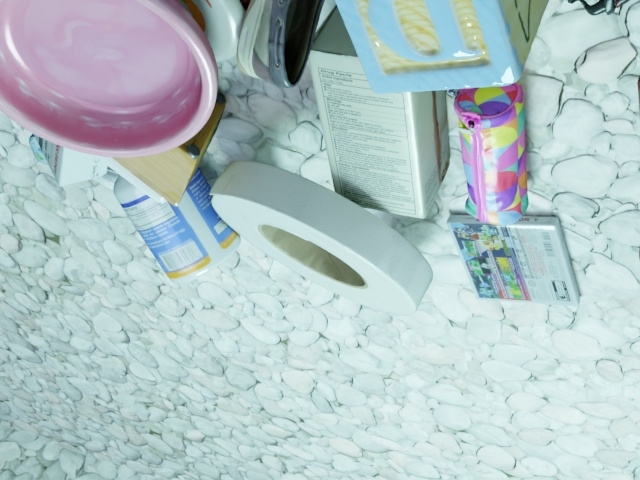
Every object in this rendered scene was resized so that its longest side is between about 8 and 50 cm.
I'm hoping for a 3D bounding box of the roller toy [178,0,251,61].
[{"bbox_3d":[-0.146,-0.352,1.300,0.209,0.146,0.191,34,152,5],"label":"roller toy"}]

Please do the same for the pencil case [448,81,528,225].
[{"bbox_3d":[0.244,-0.125,1.383,0.104,0.104,0.236,8,142,24],"label":"pencil case"}]

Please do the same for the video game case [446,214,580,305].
[{"bbox_3d":[0.321,0.033,1.600,0.183,0.023,0.201,2,139,30],"label":"video game case"}]

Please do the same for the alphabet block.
[{"bbox_3d":[0.146,-0.308,1.127,0.193,0.197,0.192,3,138,30],"label":"alphabet block"}]

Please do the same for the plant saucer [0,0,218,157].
[{"bbox_3d":[-0.296,-0.247,1.277,0.332,0.084,0.332,5,144,3],"label":"plant saucer"}]

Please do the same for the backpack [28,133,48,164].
[{"bbox_3d":[-0.479,-0.193,1.767,0.105,0.084,0.114,9,139,19],"label":"backpack"}]

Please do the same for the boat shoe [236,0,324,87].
[{"bbox_3d":[-0.023,-0.328,1.209,0.092,0.103,0.285,31,114,26],"label":"boat shoe"}]

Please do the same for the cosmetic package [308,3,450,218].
[{"bbox_3d":[0.091,-0.185,1.377,0.153,0.129,0.296,14,143,20],"label":"cosmetic package"}]

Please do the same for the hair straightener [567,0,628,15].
[{"bbox_3d":[0.367,-0.329,1.102,0.089,0.047,0.230,41,147,-19],"label":"hair straightener"}]

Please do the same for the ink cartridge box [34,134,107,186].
[{"bbox_3d":[-0.430,-0.217,1.612,0.208,0.087,0.153,59,149,20],"label":"ink cartridge box"}]

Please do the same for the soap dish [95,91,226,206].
[{"bbox_3d":[-0.290,-0.218,1.509,0.291,0.229,0.118,40,126,-17],"label":"soap dish"}]

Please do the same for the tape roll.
[{"bbox_3d":[0.000,0.000,1.599,0.392,0.072,0.392,28,168,7],"label":"tape roll"}]

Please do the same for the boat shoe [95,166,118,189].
[{"bbox_3d":[-0.345,-0.116,1.804,0.184,0.066,0.063,27,111,7],"label":"boat shoe"}]

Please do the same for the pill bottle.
[{"bbox_3d":[-0.269,-0.073,1.708,0.152,0.152,0.272,-14,113,43],"label":"pill bottle"}]

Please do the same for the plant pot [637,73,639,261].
[{"bbox_3d":[0.496,-0.098,1.138,0.272,0.272,0.265,0,129,32],"label":"plant pot"}]
